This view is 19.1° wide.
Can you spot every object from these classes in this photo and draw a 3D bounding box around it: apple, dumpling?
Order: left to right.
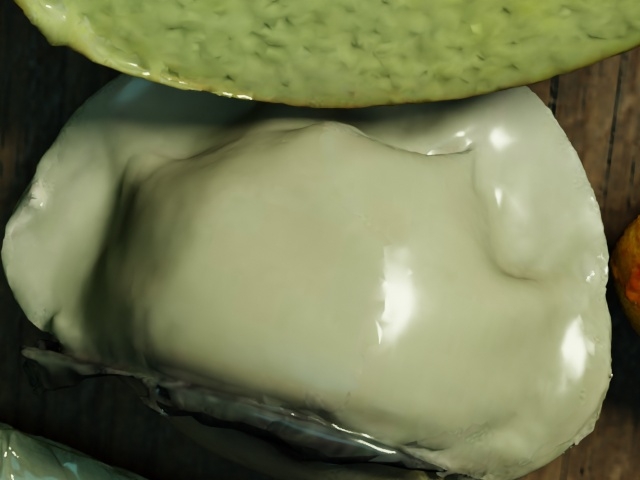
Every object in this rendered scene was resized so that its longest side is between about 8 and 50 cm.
[{"bbox_3d":[-0.006,0.009,0.859,0.293,0.163,0.204,21,110,10],"label":"dumpling"},{"bbox_3d":[0.027,-0.177,0.792,0.346,0.179,0.254,-1,105,-3],"label":"apple"}]

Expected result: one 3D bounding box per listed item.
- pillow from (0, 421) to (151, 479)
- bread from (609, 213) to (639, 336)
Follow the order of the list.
[{"bbox_3d":[-0.150,0.159,0.962,0.229,0.051,0.128,20,108,-4],"label":"pillow"},{"bbox_3d":[0.267,0.031,0.878,0.269,0.095,0.139,20,113,-6],"label":"bread"}]
